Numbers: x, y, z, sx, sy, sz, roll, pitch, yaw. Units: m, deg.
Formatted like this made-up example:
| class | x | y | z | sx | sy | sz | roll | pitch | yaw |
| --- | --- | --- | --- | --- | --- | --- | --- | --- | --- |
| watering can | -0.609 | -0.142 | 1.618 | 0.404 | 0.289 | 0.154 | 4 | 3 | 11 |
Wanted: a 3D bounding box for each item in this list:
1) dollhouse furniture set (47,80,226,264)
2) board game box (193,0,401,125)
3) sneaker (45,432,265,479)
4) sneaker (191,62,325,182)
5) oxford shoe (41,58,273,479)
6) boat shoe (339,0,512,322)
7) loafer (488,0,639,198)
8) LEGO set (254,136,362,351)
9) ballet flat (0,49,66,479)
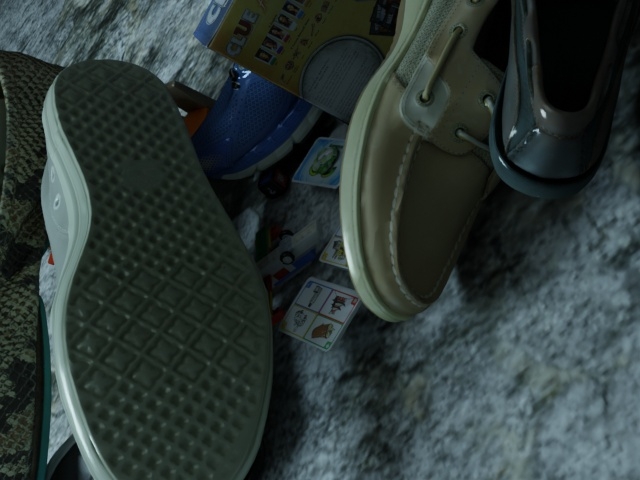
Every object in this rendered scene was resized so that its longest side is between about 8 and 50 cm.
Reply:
| class | x | y | z | sx | sy | sz | roll | pitch | yaw |
| --- | --- | --- | --- | --- | --- | --- | --- | --- | --- |
| dollhouse furniture set | -0.222 | -0.026 | 1.084 | 0.259 | 0.135 | 0.262 | -9 | 62 | 53 |
| board game box | 0.027 | -0.232 | 0.832 | 0.243 | 0.165 | 0.042 | -58 | 33 | 11 |
| sneaker | -0.153 | 0.213 | 0.855 | 0.296 | 0.104 | 0.147 | -52 | 29 | 14 |
| sneaker | -0.042 | -0.205 | 0.923 | 0.330 | 0.147 | 0.130 | -57 | 27 | 11 |
| oxford shoe | -0.147 | 0.033 | 0.836 | 0.130 | 0.169 | 0.449 | 111 | 148 | -43 |
| boat shoe | 0.097 | -0.089 | 0.695 | 0.098 | 0.109 | 0.302 | 1 | 64 | 39 |
| loafer | 0.161 | -0.159 | 0.631 | 0.084 | 0.096 | 0.268 | 88 | -169 | -68 |
| LEGO set | 0.000 | 0.000 | 0.853 | 0.244 | 0.060 | 0.183 | 13 | 69 | 56 |
| ballet flat | -0.330 | 0.026 | 0.957 | 0.164 | 0.182 | 0.483 | -26 | 52 | 45 |
